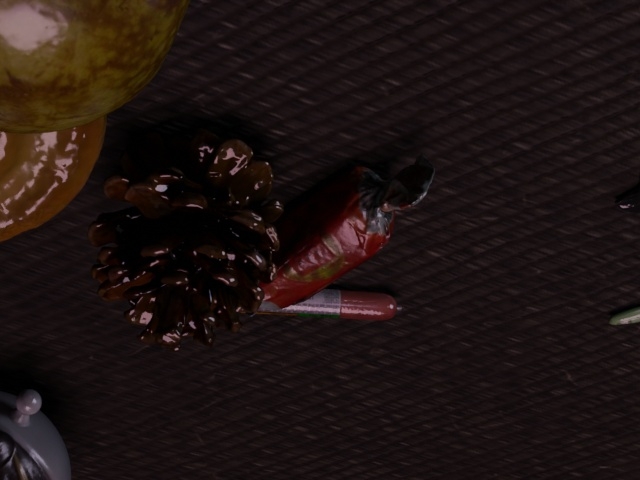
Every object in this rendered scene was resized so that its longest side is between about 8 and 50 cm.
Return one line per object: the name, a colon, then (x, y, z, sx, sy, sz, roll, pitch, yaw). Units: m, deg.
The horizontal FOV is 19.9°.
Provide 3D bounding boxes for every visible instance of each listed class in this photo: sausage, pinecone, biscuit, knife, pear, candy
sausage: (-0.027, 0.061, 1.825, 0.223, 0.029, 0.029, 4, 143, -6)
pinecone: (-0.124, 0.002, 1.622, 0.179, 0.195, 0.150, -11, 164, 33)
biscuit: (-0.318, -0.084, 1.549, 0.274, 0.091, 0.213, -2, 126, -6)
knife: (0.395, 0.063, 1.852, 0.207, 0.014, 0.030, -13, 140, 15)
pear: (-0.213, -0.210, 1.252, 0.283, 0.283, 0.283, -1, 144, 0)
candy: (-0.001, -0.001, 1.696, 0.059, 0.086, 0.292, 31, 132, -32)

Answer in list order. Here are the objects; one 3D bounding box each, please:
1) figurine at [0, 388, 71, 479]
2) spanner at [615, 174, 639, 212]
figurine: (-0.375, 0.278, 2.010, 0.281, 0.167, 0.370, 34, 148, 2)
spanner: (0.362, -0.072, 1.669, 0.208, 0.012, 0.046, -27, 137, 30)
